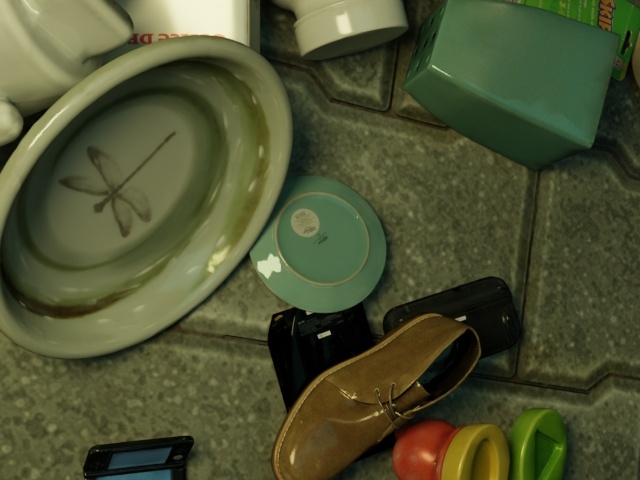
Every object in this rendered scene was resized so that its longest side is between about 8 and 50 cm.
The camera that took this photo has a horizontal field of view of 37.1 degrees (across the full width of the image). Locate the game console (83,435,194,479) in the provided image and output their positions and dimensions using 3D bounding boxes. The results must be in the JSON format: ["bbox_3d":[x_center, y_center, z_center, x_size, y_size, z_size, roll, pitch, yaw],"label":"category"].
[{"bbox_3d":[-0.211,0.284,1.118,0.122,0.107,0.071,-2,58,-23],"label":"game console"}]

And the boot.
[{"bbox_3d":[0.070,0.195,1.169,0.305,0.115,0.112,-39,104,-18],"label":"boot"}]

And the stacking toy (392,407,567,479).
[{"bbox_3d":[0.208,0.358,1.271,0.279,0.130,0.308,-14,105,-48],"label":"stacking toy"}]

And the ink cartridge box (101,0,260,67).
[{"bbox_3d":[-0.176,-0.336,1.088,0.207,0.117,0.283,1,100,4],"label":"ink cartridge box"}]

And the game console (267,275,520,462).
[{"bbox_3d":[0.115,0.154,1.274,0.361,0.044,0.213,-16,93,-22],"label":"game console"}]

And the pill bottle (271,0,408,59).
[{"bbox_3d":[0.001,-0.407,1.193,0.188,0.188,0.333,-16,92,-22],"label":"pill bottle"}]

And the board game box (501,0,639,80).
[{"bbox_3d":[0.359,-0.342,1.414,0.259,0.039,0.124,24,78,-16],"label":"board game box"}]

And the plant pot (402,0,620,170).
[{"bbox_3d":[0.245,-0.223,1.297,0.234,0.165,0.165,19,79,-12],"label":"plant pot"}]

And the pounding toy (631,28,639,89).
[{"bbox_3d":[0.599,-0.260,1.458,0.237,0.110,0.183,39,104,21],"label":"pounding toy"}]

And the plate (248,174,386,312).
[{"bbox_3d":[0.000,0.000,1.224,0.188,0.024,0.188,6,70,-16],"label":"plate"}]

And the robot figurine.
[{"bbox_3d":[-0.369,-0.210,0.980,0.353,0.200,0.300,-20,58,16],"label":"robot figurine"}]

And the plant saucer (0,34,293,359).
[{"bbox_3d":[-0.206,-0.056,1.042,0.400,0.400,0.100,-39,60,-20],"label":"plant saucer"}]
